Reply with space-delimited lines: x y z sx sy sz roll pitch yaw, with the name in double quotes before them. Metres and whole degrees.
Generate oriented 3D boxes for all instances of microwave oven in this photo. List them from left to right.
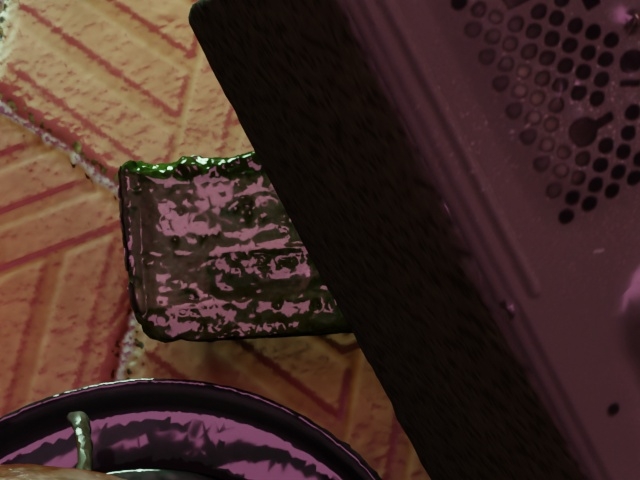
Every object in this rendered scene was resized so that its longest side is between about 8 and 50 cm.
"microwave oven" 0.166 0.035 0.640 0.236 0.374 0.432 -30 98 -9

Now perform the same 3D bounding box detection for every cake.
"cake" 0.018 -0.002 0.870 0.235 0.099 0.100 -4 90 4

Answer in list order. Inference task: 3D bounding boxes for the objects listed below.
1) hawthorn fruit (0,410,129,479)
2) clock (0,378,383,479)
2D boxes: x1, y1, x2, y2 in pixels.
"hawthorn fruit" -0.125 0.199 0.662 0.231 0.235 0.263 -13 80 -31
"clock" -0.088 0.228 0.813 0.319 0.066 0.318 -2 66 5
